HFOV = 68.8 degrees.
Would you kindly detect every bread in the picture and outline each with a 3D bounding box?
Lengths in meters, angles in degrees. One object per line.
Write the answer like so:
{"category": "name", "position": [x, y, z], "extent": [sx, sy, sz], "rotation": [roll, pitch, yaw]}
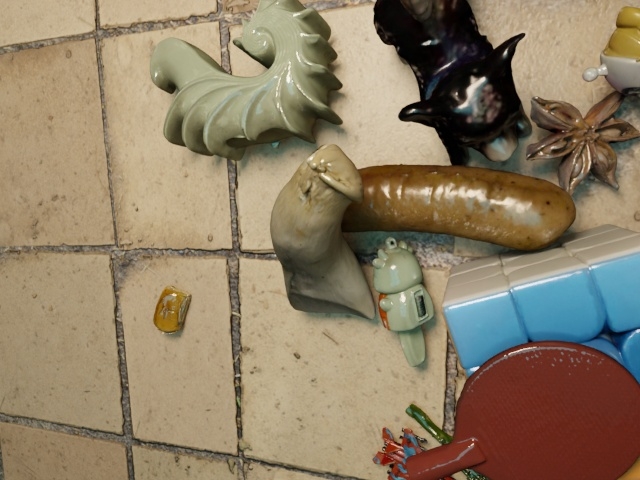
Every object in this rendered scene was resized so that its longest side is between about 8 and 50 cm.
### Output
{"category": "bread", "position": [-0.350, 0.163, 1.085], "extent": [0.072, 0.053, 0.105], "rotation": [22, 98, 11]}

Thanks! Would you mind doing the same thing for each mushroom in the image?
{"category": "mushroom", "position": [0.000, -0.001, 0.796], "extent": [0.178, 0.397, 0.126], "rotation": [9, 56, 18]}

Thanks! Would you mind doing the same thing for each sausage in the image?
{"category": "sausage", "position": [0.170, -0.069, 0.830], "extent": [0.501, 0.123, 0.136], "rotation": [6, 94, 26]}

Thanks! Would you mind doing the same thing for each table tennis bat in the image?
{"category": "table tennis bat", "position": [0.251, 0.247, 0.598], "extent": [0.310, 0.038, 0.200], "rotation": [-32, 87, 20]}

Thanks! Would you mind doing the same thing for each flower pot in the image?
{"category": "flower pot", "position": [-0.146, -0.292, 0.900], "extent": [0.368, 0.165, 0.254], "rotation": [-11, 88, 19]}

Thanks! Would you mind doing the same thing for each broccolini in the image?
{"category": "broccolini", "position": [0.255, 0.412, 0.928], "extent": [0.216, 0.058, 0.067], "rotation": [37, 66, 18]}

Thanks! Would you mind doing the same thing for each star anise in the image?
{"category": "star anise", "position": [0.421, -0.157, 0.759], "extent": [0.208, 0.063, 0.171], "rotation": [-12, 97, -10]}

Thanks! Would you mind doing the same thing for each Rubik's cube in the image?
{"category": "Rubik's cube", "position": [0.375, 0.161, 0.718], "extent": [0.291, 0.291, 0.291], "rotation": [-20, 91, 19]}

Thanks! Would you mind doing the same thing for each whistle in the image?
{"category": "whistle", "position": [0.157, 0.115, 0.881], "extent": [0.102, 0.106, 0.253], "rotation": [-16, 98, -4]}

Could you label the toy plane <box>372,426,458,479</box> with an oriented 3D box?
{"category": "toy plane", "position": [0.203, 0.450, 0.936], "extent": [0.189, 0.061, 0.130], "rotation": [18, 102, 11]}

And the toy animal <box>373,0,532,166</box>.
{"category": "toy animal", "position": [0.198, -0.272, 0.716], "extent": [0.194, 0.303, 0.344], "rotation": [-29, 87, 23]}

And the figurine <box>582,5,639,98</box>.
{"category": "figurine", "position": [0.546, -0.262, 0.686], "extent": [0.275, 0.193, 0.133], "rotation": [3, 125, -20]}
